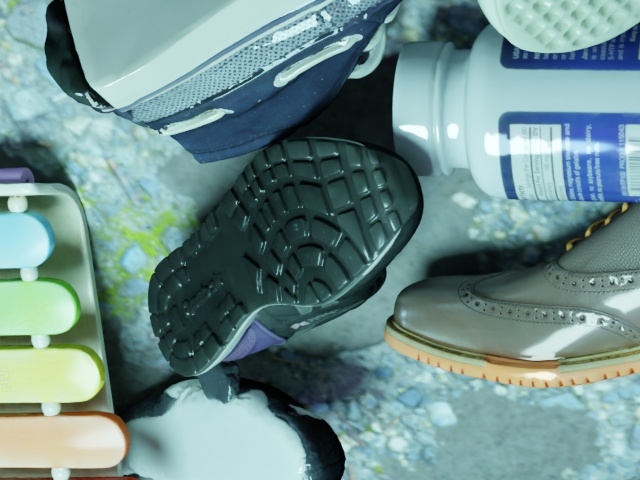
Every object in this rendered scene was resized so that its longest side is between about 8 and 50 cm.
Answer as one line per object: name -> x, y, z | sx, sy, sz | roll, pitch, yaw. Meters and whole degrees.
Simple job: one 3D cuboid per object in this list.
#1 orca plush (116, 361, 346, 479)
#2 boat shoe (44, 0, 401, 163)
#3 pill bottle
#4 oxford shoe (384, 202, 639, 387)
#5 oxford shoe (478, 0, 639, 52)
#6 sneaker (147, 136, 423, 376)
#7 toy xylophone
orca plush -> -0.064, 0.163, 1.479 | 0.102, 0.151, 0.287 | -6, 167, -40
boat shoe -> 0.010, -0.166, 1.182 | 0.340, 0.127, 0.158 | -25, 154, 16
pill bottle -> 0.143, -0.080, 1.204 | 0.186, 0.112, 0.112 | 2, 130, 14
oxford shoe -> 0.210, 0.020, 1.290 | 0.363, 0.130, 0.133 | -4, 101, 24
oxford shoe -> 0.155, -0.303, 0.980 | 0.169, 0.130, 0.449 | -10, 128, -22
sneaker -> 0.000, 0.000, 1.297 | 0.283, 0.124, 0.107 | -32, 73, 52
toy xylophone -> -0.250, 0.099, 1.433 | 0.236, 0.081, 0.323 | -10, 103, 19
